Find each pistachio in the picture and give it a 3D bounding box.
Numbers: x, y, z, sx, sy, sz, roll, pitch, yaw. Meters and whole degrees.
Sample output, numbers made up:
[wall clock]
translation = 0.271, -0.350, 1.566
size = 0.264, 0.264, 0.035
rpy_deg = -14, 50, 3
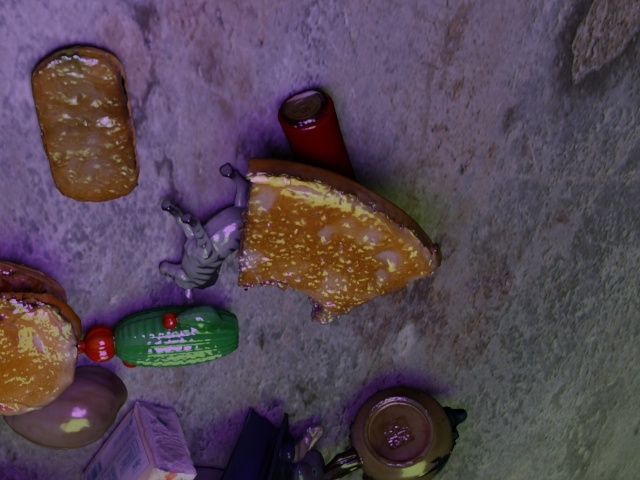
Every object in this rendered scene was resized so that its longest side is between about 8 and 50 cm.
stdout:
[pistachio]
translation = -0.383, 0.254, 1.854
size = 0.185, 0.124, 0.124
rpy_deg = -2, 132, -12

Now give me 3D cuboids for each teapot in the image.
[teapot]
translation = 0.130, 0.351, 2.123
size = 0.269, 0.173, 0.182
rpy_deg = -27, 159, -1

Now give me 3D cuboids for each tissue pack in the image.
[tissue pack]
translation = -0.293, 0.377, 1.977
size = 0.092, 0.148, 0.196
rpy_deg = 15, 124, -37

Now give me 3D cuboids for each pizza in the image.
[pizza]
translation = 0.000, 0.000, 1.684
size = 0.323, 0.089, 0.223
rpy_deg = 26, 124, -25

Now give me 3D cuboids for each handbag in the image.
[handbag]
translation = -0.066, 0.455, 2.093
size = 0.118, 0.269, 0.325
rpy_deg = 4, 139, 20

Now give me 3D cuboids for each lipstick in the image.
[lipstick]
translation = 0.008, -0.099, 1.700
size = 0.080, 0.080, 0.241
rpy_deg = -21, 135, -2

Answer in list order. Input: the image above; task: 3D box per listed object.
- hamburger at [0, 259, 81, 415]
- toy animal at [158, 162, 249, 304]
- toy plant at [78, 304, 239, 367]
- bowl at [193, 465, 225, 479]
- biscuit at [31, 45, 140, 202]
[hamburger]
translation = -0.450, 0.126, 1.675
size = 0.244, 0.163, 0.244
rpy_deg = -8, 126, -11
[toy animal]
translation = -0.138, -0.009, 1.734
size = 0.217, 0.073, 0.176
rpy_deg = -29, 141, -1
[toy plant]
translation = -0.239, 0.151, 1.833
size = 0.240, 0.088, 0.154
rpy_deg = -16, 155, 11
[bowl]
translation = -0.254, 0.575, 2.152
size = 0.354, 0.185, 0.353
rpy_deg = -11, 134, -12
[biscuit]
translation = -0.297, -0.144, 1.572
size = 0.118, 0.029, 0.247
rpy_deg = -7, 134, -6
